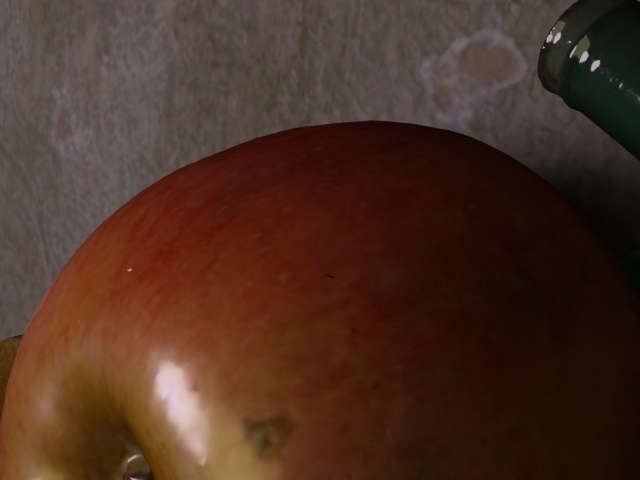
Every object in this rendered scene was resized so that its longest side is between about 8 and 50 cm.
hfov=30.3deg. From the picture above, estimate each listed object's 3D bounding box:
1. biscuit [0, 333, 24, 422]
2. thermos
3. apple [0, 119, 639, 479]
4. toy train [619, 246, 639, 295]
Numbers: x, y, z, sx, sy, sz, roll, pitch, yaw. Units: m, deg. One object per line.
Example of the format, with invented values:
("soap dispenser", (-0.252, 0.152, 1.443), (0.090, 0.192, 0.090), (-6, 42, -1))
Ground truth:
("biscuit", (-0.222, 0.251, 1.053), (0.344, 0.057, 0.287), (41, 116, 33))
("thermos", (0.208, -0.060, 0.644), (0.187, 0.083, 0.073), (50, 128, 35))
("apple", (0.000, 0.113, 0.648), (0.364, 0.364, 0.363), (1, 91, 42))
("toy train", (0.208, 0.020, 0.675), (0.093, 0.038, 0.056), (-40, 59, 36))
